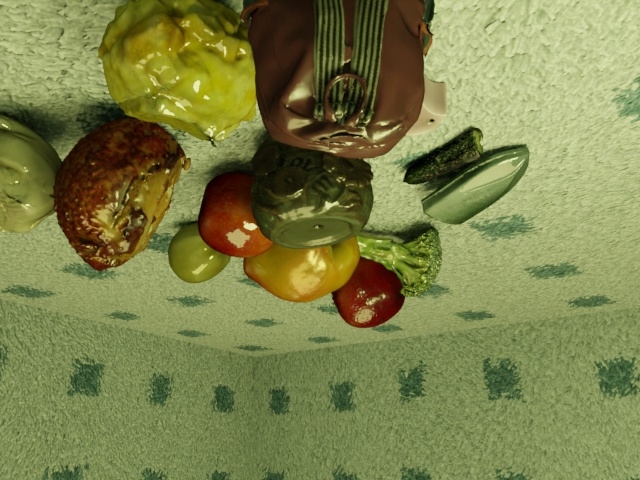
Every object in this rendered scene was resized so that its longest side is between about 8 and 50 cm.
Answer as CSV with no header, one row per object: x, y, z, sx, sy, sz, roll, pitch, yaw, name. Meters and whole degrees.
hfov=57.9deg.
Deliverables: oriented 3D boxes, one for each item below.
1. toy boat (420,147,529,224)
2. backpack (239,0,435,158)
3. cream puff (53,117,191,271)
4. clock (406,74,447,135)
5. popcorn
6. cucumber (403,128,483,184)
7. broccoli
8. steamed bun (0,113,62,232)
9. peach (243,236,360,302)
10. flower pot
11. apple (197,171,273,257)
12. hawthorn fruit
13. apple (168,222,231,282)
0.394,-0.139,1.444,0.141,0.092,0.319,15,148,-29,toy boat
0.026,-0.270,0.815,0.283,0.317,0.197,5,157,-6,backpack
-0.439,-0.111,1.240,0.228,0.350,0.350,26,153,-9,cream puff
0.077,-0.270,1.132,0.275,0.080,0.290,20,152,-39,clock
-0.223,-0.278,0.954,0.252,0.215,0.286,-22,154,32,popcorn
0.290,-0.186,1.366,0.067,0.067,0.245,14,157,-30,cucumber
0.209,0.034,1.778,0.361,0.221,0.252,12,-168,-25,broccoli
-0.706,-0.162,1.276,0.320,0.206,0.275,32,142,-5,steamed bun
-0.057,0.035,1.639,0.289,0.289,0.308,18,144,-36,peach
-0.021,-0.119,1.307,0.301,0.213,0.302,-6,159,-2,flower pot
-0.207,-0.065,1.475,0.201,0.218,0.218,19,153,-21,apple
0.186,0.167,2.021,0.307,0.265,0.265,-20,159,-7,hawthorn fruit
-0.375,0.036,1.793,0.200,0.200,0.200,1,158,0,apple
